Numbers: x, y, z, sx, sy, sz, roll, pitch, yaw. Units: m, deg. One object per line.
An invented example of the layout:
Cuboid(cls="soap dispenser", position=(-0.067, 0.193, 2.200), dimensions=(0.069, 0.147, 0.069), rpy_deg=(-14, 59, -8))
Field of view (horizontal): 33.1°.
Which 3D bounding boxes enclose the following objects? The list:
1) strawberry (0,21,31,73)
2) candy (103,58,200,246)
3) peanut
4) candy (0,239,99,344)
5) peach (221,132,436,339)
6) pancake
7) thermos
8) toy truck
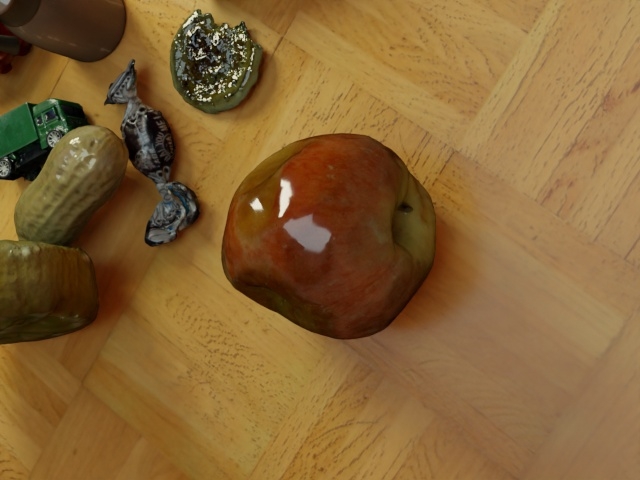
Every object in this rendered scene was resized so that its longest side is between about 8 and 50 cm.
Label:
Cuboid(cls="strawberry", position=(-0.460, -0.379, 1.361), dimensions=(0.265, 0.149, 0.336), rpy_deg=(-3, 88, 23))
Cuboid(cls="candy", position=(-0.210, -0.105, 1.294), dimensions=(0.094, 0.051, 0.226), rpy_deg=(-21, 81, 25))
Cuboid(cls="peanut", position=(-0.305, -0.060, 1.300), dimensions=(0.214, 0.090, 0.098), rpy_deg=(-44, 32, 30))
Cuboid(cls="candy", position=(-0.387, 0.068, 1.259), dimensions=(0.260, 0.260, 0.118), rpy_deg=(-9, 80, 24))
Cuboid(cls="peach", position=(0.000, 0.000, 1.121), dimensions=(0.235, 0.214, 0.214), rpy_deg=(-11, 84, 42))
Cuboid(cls="pancake", position=(-0.126, -0.209, 1.275), dimensions=(0.129, 0.022, 0.116), rpy_deg=(21, 97, 28))
Cuboid(cls="thermos", position=(-0.341, -0.269, 1.279), dimensions=(0.137, 0.193, 0.105), rpy_deg=(-30, 78, 21))
Cuboid(cls="toy truck", position=(-0.358, -0.126, 1.353), dimensions=(0.147, 0.065, 0.079), rpy_deg=(-21, 81, 23))
